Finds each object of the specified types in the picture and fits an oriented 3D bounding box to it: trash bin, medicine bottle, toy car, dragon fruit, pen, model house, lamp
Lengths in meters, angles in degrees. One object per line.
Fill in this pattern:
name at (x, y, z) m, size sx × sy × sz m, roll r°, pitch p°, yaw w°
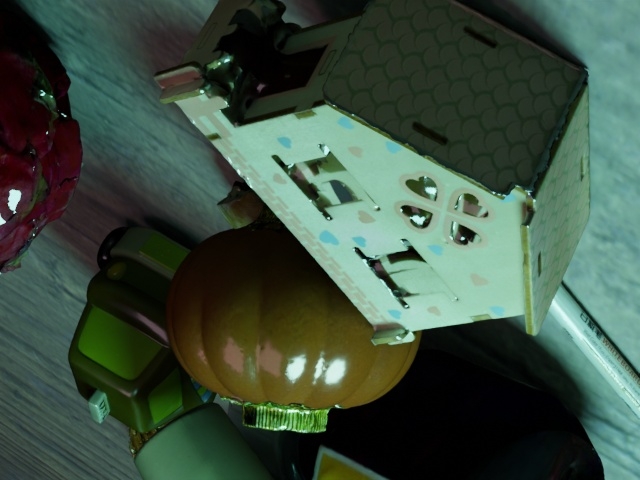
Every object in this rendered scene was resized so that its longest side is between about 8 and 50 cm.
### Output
trash bin at (-0.070, 0.299, 1.554) m, size 0.247 × 0.121 × 0.243 m, roll 53°, pitch 168°, yaw 16°
medicine bottle at (0.079, 0.207, 1.583) m, size 0.395 × 0.242 × 0.242 m, roll 28°, pitch 157°, yaw 54°
toy car at (-0.199, 0.123, 1.818) m, size 0.204 × 0.198 × 0.248 m, roll 29°, pitch 155°, yaw 17°
dragon fruit at (-0.389, -0.100, 1.571) m, size 0.329 × 0.329 × 0.329 m, roll 30°, pitch 154°, yaw 16°
pen at (0.240, 0.092, 1.391) m, size 0.218 × 0.026 × 0.026 m, roll 48°, pitch 153°, yaw -21°
model house at (0.078, -0.076, 1.182) m, size 0.244 × 0.169 × 0.326 m, roll -7°, pitch 132°, yaw 48°
lamp at (-0.023, 0.065, 1.379) m, size 0.223 × 0.196 × 0.223 m, roll 6°, pitch 179°, yaw 0°

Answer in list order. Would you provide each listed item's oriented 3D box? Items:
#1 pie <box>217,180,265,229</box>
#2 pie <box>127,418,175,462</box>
pie at (0.002, -0.002, 1.512) m, size 0.185 × 0.052 × 0.218 m, roll 41°, pitch 153°, yaw -13°
pie at (-0.177, 0.333, 2.321) m, size 0.274 × 0.055 × 0.274 m, roll 30°, pitch 149°, yaw 20°
